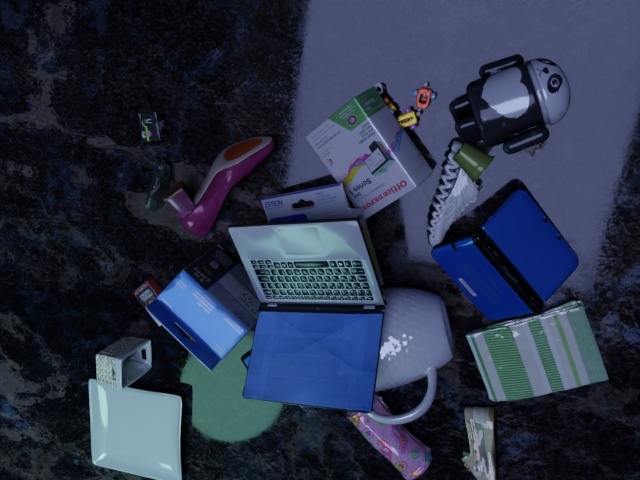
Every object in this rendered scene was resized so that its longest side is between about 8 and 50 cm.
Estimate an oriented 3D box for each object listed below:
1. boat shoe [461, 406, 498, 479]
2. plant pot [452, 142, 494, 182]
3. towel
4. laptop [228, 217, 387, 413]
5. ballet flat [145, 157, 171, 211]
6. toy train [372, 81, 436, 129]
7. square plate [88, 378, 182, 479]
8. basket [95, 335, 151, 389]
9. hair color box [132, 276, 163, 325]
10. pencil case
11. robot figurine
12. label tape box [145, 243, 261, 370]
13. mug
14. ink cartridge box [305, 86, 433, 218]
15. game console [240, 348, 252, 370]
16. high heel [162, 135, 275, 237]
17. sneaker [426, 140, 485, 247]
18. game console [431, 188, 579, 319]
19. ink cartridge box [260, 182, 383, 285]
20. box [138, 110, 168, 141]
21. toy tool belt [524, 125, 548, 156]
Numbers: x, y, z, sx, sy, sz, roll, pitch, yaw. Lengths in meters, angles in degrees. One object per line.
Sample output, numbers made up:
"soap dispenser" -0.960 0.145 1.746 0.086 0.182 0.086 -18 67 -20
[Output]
"boat shoe" 0.467 0.631 1.808 0.098 0.109 0.302 -1 99 20
"plant pot" 0.377 -0.202 1.541 0.079 0.083 0.083 39 111 2
"towel" 0.600 0.318 1.723 0.325 0.038 0.247 -19 101 17
"laptop" -0.058 0.181 1.532 0.382 0.236 0.408 -2 123 29
"ballet flat" -0.491 -0.166 1.874 0.057 0.049 0.173 8 115 -35
"toy train" 0.217 -0.361 1.634 0.166 0.046 0.125 10 101 11
"square plate" -0.629 0.649 2.122 0.347 0.049 0.344 8 106 12
"basket" -0.635 0.389 1.993 0.103 0.167 0.113 9 107 17
"hair color box" -0.527 0.195 1.975 0.072 0.043 0.141 -37 94 19
"pencil case" 0.206 0.580 1.851 0.284 0.124 0.124 47 111 0
"robot figurine" 0.462 -0.333 1.505 0.278 0.173 0.209 -18 105 19
"label tape box" -0.297 0.177 1.747 0.249 0.347 0.115 44 112 0
"mug" 0.189 0.306 1.664 0.328 0.276 0.374 -13 59 14
"ink cartridge box" 0.128 -0.225 1.623 0.201 0.117 0.278 -32 95 41
"game console" -0.195 0.397 1.920 0.071 0.107 0.122 -33 81 -7
"high heel" -0.262 -0.156 1.802 0.377 0.127 0.181 -27 125 15
"sneaker" 0.358 -0.111 1.636 0.118 0.110 0.292 15 109 1
"game console" 0.491 0.046 1.647 0.293 0.173 0.250 47 142 -17
"ink cartridge box" 0.000 0.000 1.723 0.304 0.072 0.307 -6 103 40
"box" -0.492 -0.337 1.817 0.062 0.052 0.083 -2 103 16
"toy tool belt" 0.555 -0.256 1.576 0.051 0.052 0.083 26 117 -27
